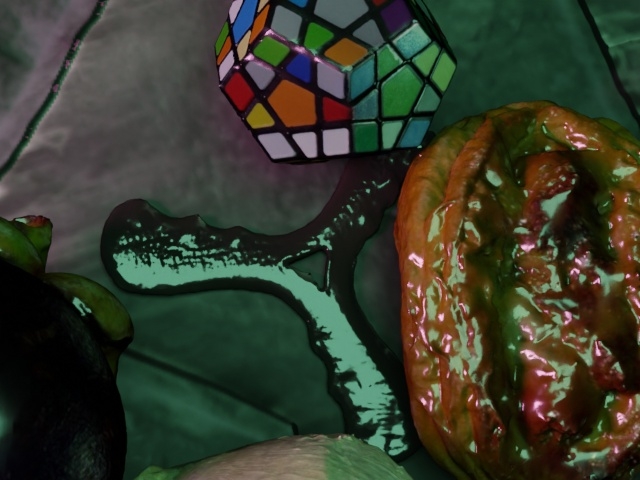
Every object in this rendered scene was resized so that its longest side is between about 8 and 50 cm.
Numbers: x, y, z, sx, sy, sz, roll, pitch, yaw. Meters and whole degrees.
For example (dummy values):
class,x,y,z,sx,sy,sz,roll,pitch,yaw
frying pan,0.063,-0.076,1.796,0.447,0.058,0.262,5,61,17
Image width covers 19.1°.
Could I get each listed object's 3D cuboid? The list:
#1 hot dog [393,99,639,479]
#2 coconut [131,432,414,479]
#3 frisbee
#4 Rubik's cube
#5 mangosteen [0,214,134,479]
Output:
class,x,y,z,sx,sy,sz,roll,pitch,yaw
hot dog,0.116,0.032,1.015,0.160,0.099,0.227,-4,79,-9
coconut,-0.022,0.180,0.915,0.194,0.194,0.194,2,75,-8
frisbee,0.000,0.000,1.048,0.211,0.012,0.187,31,73,2
Rubik's cube,0.007,-0.098,1.018,0.112,0.133,0.133,24,72,-22
mangosteen,-0.181,0.077,0.928,0.194,0.194,0.230,22,39,-2
